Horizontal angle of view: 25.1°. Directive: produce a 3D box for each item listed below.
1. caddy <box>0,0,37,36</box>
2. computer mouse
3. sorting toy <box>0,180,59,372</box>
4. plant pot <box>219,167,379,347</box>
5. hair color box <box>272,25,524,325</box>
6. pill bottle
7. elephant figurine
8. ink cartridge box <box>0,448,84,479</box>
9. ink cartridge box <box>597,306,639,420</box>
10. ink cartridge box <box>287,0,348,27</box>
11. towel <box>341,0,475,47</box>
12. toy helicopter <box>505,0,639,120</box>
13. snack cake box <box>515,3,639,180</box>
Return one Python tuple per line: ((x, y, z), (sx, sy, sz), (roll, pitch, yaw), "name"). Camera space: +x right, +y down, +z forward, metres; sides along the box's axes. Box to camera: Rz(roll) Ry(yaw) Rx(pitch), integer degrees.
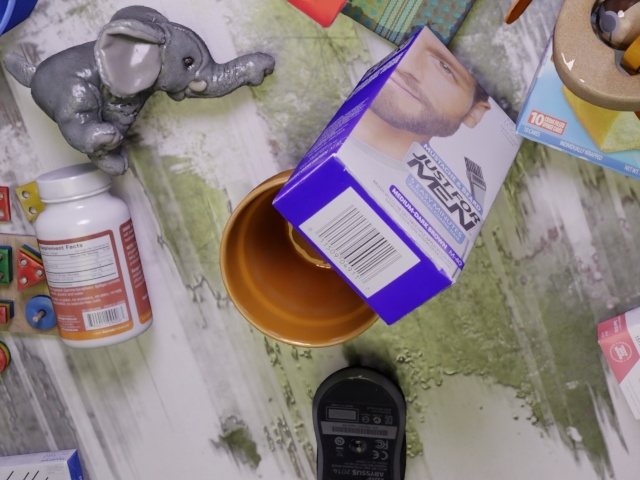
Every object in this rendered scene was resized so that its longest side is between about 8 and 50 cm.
((-0.466, -0.372, 1.689), (0.241, 0.179, 0.341), (-4, 105, 10), "caddy")
((0.043, 0.263, 1.847), (0.188, 0.072, 0.272), (8, 119, 5), "computer mouse")
((-0.392, 0.053, 1.867), (0.132, 0.046, 0.274), (4, 106, 8), "sorting toy")
((0.000, 0.000, 1.711), (0.205, 0.188, 0.205), (3, 107, 9), "plant pot")
((0.097, -0.081, 1.581), (0.185, 0.339, 0.110), (46, 124, -10), "hair color box")
((-0.288, 0.017, 1.800), (0.121, 0.121, 0.216), (-8, 104, 12), "pill bottle")
((-0.214, -0.209, 1.724), (0.239, 0.186, 0.169), (-44, 52, 7), "elephant figurine")
((-0.424, 0.346, 1.956), (0.207, 0.046, 0.097), (-8, 103, 12), "ink cartridge box")
((0.448, 0.122, 1.733), (0.198, 0.067, 0.115), (-25, 100, 15), "ink cartridge box")
((0.027, -0.371, 1.619), (0.134, 0.078, 0.231), (36, 108, -3), "ink cartridge box")
((0.043, -0.407, 1.668), (0.370, 0.040, 0.271), (30, 109, -2), "towel")
((0.351, -0.307, 1.557), (0.235, 0.140, 0.355), (21, 77, 12), "toy helicopter")
((0.375, -0.154, 1.656), (0.264, 0.089, 0.152), (21, 109, 3), "snack cake box")
